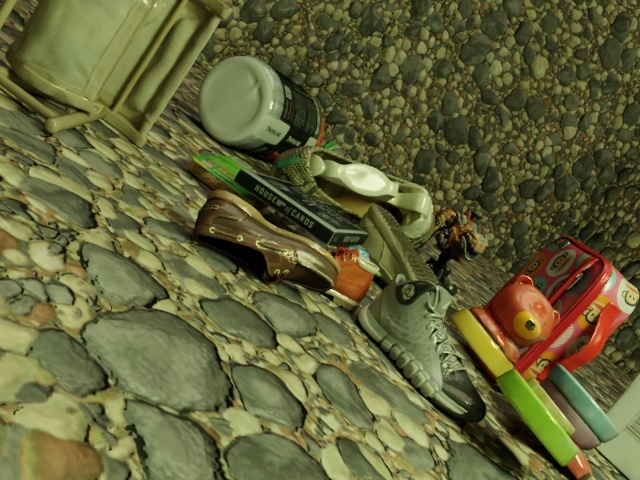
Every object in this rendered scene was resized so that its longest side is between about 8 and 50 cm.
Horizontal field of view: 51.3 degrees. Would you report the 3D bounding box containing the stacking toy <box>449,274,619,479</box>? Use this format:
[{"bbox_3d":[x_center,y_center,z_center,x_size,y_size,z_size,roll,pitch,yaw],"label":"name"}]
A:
[{"bbox_3d":[0.342,0.212,0.926,0.309,0.130,0.279,49,7,-17],"label":"stacking toy"}]

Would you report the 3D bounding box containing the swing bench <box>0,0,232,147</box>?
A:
[{"bbox_3d":[-0.288,-0.280,0.907,0.165,0.253,0.254,38,11,6],"label":"swing bench"}]

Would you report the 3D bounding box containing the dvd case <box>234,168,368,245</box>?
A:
[{"bbox_3d":[-0.023,-0.049,1.093,0.179,0.030,0.238,34,9,13],"label":"dvd case"}]

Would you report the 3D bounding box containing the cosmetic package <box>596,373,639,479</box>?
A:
[{"bbox_3d":[0.714,0.385,1.339,0.385,0.217,0.156,26,15,-48],"label":"cosmetic package"}]

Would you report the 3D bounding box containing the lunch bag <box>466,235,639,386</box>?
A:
[{"bbox_3d":[0.413,0.148,1.193,0.120,0.293,0.258,38,10,-14],"label":"lunch bag"}]

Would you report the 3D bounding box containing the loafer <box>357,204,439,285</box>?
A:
[{"bbox_3d":[0.148,0.052,1.309,0.102,0.092,0.269,18,37,-47],"label":"loafer"}]

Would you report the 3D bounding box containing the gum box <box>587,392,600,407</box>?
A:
[{"bbox_3d":[0.477,0.290,1.386,0.107,0.062,0.188,32,12,-23],"label":"gum box"}]

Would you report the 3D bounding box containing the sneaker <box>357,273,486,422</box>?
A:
[{"bbox_3d":[0.160,0.128,0.905,0.228,0.132,0.086,43,13,30],"label":"sneaker"}]

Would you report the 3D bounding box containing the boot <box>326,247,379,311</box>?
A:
[{"bbox_3d":[0.012,0.035,0.969,0.158,0.085,0.059,29,15,-28],"label":"boot"}]

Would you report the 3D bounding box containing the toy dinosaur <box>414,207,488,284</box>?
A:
[{"bbox_3d":[0.351,-0.005,1.821,0.164,0.218,0.322,36,11,-1],"label":"toy dinosaur"}]

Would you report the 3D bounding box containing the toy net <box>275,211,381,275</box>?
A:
[{"bbox_3d":[0.000,0.000,1.189,0.232,0.045,0.122,32,13,-13],"label":"toy net"}]

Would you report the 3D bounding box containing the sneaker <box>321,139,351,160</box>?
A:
[{"bbox_3d":[0.067,-0.180,1.898,0.146,0.134,0.343,42,12,23],"label":"sneaker"}]

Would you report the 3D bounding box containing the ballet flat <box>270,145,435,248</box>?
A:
[{"bbox_3d":[0.123,-0.090,1.460,0.482,0.164,0.182,18,-18,-33],"label":"ballet flat"}]

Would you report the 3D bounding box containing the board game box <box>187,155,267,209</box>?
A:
[{"bbox_3d":[-0.146,-0.105,1.188,0.124,0.039,0.259,36,8,3],"label":"board game box"}]

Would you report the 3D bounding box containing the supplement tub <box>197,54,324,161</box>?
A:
[{"bbox_3d":[-0.127,-0.303,1.616,0.207,0.207,0.338,41,12,21],"label":"supplement tub"}]

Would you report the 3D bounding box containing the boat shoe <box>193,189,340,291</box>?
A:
[{"bbox_3d":[-0.068,0.019,0.852,0.207,0.073,0.073,29,50,-18],"label":"boat shoe"}]
